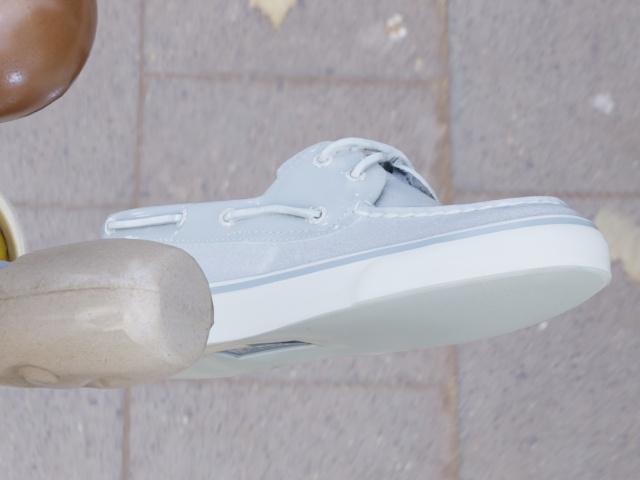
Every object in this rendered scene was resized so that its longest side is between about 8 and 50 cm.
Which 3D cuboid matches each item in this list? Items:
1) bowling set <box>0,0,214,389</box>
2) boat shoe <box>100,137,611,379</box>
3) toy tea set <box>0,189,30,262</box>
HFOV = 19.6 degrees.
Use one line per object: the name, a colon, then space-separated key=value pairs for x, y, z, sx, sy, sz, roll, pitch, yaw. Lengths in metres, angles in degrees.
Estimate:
bowling set: x=-0.120 y=0.026 z=0.463 sx=0.154 sy=0.287 sz=0.200 roll=-5 pitch=69 yaw=26
boat shoe: x=0.000 y=0.000 z=0.698 sx=0.227 sy=0.079 sz=0.081 roll=-11 pitch=72 yaw=32
toy tea set: x=-0.308 y=0.024 z=0.960 sx=0.336 sy=0.124 sz=0.200 roll=23 pitch=112 yaw=30
